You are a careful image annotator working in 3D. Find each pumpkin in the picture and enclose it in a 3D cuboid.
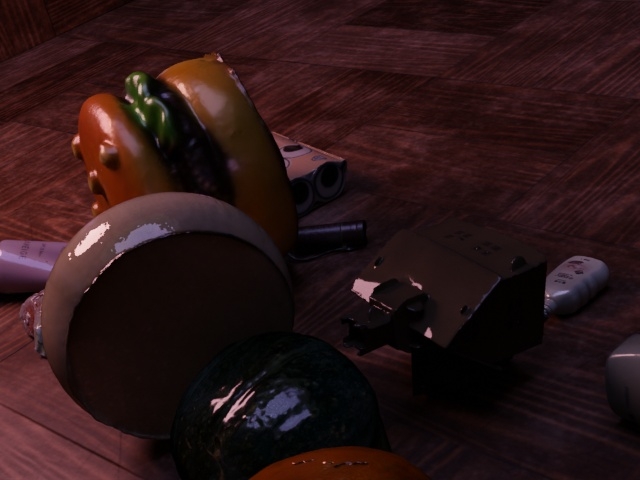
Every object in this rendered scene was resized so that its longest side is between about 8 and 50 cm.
[{"bbox_3d":[-0.061,0.226,1.360,0.263,0.196,0.293,-31,30,-24],"label":"pumpkin"}]

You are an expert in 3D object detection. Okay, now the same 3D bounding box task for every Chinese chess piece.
[{"bbox_3d":[-0.198,0.101,1.499,0.338,0.338,0.140,-22,32,-15],"label":"Chinese chess piece"}]

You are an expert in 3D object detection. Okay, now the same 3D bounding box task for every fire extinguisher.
[{"bbox_3d":[0.000,0.000,1.916,0.157,0.045,0.078,-6,51,13],"label":"fire extinguisher"}]

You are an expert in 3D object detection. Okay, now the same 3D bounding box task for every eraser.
[{"bbox_3d":[-0.098,-0.133,2.156,0.171,0.087,0.290,-28,31,-27],"label":"eraser"}]

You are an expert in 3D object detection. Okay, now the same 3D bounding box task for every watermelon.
[{"bbox_3d":[-0.453,0.117,1.882,0.139,0.071,0.187,-6,29,24],"label":"watermelon"}]

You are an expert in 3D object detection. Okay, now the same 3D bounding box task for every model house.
[{"bbox_3d":[0.139,0.108,1.463,0.243,0.204,0.211,-18,27,-29],"label":"model house"}]

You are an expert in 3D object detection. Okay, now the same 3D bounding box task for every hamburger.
[{"bbox_3d":[-0.231,-0.078,1.834,0.278,0.395,0.396,-24,29,-15],"label":"hamburger"}]

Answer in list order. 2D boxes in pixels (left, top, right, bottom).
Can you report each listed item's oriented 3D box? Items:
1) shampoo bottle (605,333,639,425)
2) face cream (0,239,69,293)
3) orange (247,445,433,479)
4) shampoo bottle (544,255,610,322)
[{"bbox_3d":[0.475,0.199,1.226,0.078,0.134,0.359,-32,32,-27],"label":"shampoo bottle"},{"bbox_3d":[-0.498,0.047,2.023,0.274,0.096,0.154,-1,24,-3],"label":"face cream"},{"bbox_3d":[0.011,0.332,1.102,0.284,0.226,0.284,-17,24,8],"label":"orange"},{"bbox_3d":[0.345,0.077,1.610,0.077,0.045,0.152,15,40,42],"label":"shampoo bottle"}]
